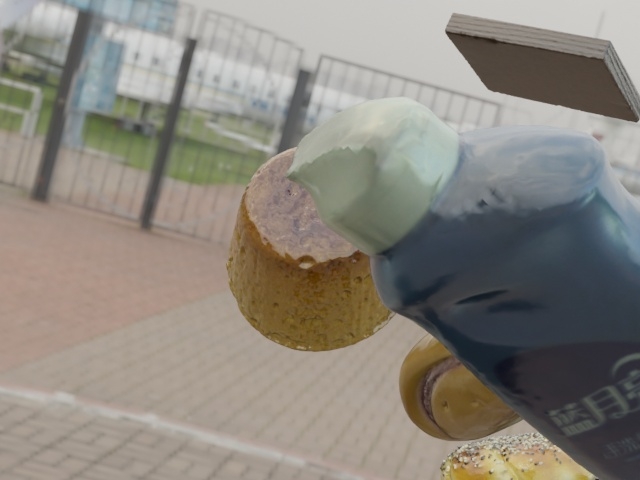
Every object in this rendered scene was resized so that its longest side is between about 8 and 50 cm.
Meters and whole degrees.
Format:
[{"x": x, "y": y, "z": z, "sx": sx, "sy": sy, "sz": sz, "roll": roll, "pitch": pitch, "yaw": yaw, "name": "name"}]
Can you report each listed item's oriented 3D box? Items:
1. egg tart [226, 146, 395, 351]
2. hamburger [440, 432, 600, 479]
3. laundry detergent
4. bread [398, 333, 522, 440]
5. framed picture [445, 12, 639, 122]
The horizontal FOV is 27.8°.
[{"x": 0.000, "y": 0.000, "z": 1.347, "sx": 0.203, "sy": 0.202, "sz": 0.147, "roll": 16, "pitch": -29, "yaw": 8, "name": "egg tart"}, {"x": 0.167, "y": 0.215, "z": 1.111, "sx": 0.190, "sy": 0.093, "sz": 0.164, "roll": -5, "pitch": -5, "yaw": -43, "name": "hamburger"}, {"x": 0.118, "y": 0.028, "z": 0.618, "sx": 0.290, "sy": 0.094, "sz": 0.143, "roll": 33, "pitch": -41, "yaw": -16, "name": "laundry detergent"}, {"x": 0.146, "y": 0.057, "z": 0.832, "sx": 0.225, "sy": 0.134, "sz": 0.081, "roll": -18, "pitch": 69, "yaw": -52, "name": "bread"}, {"x": 0.218, "y": -0.167, "z": 1.254, "sx": 0.168, "sy": 0.023, "sz": 0.128, "roll": 17, "pitch": -13, "yaw": 34, "name": "framed picture"}]
